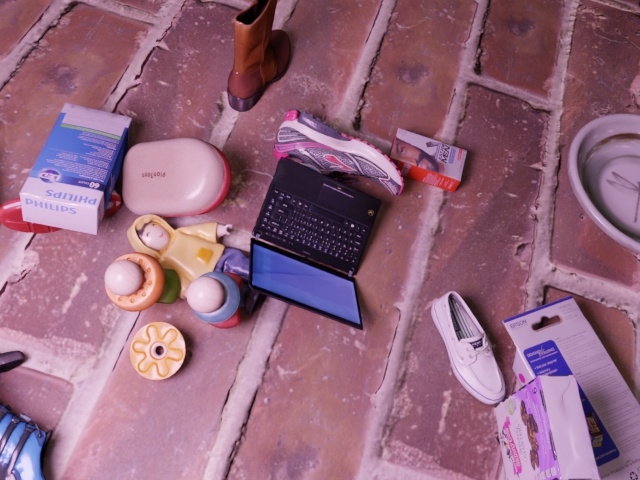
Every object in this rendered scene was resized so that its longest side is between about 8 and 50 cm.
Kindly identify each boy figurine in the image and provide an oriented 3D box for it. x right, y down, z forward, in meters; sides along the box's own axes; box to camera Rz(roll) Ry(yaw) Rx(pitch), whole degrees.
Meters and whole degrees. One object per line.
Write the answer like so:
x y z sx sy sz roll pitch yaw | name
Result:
-0.232 0.029 1.200 0.285 0.092 0.177 28 62 2 | boy figurine

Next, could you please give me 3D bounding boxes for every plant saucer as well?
0.743 -0.109 1.446 0.400 0.100 0.401 4 59 -7 | plant saucer

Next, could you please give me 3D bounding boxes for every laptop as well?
0.000 0.000 1.188 0.234 0.136 0.264 23 84 -19 | laptop

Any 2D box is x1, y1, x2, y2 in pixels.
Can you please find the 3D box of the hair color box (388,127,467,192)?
0.240 -0.182 1.425 0.167 0.053 0.093 17 60 1 | hair color box

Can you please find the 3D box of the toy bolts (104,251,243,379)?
-0.248 0.122 1.054 0.228 0.158 0.218 -5 80 5 | toy bolts

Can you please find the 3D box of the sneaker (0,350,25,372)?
-0.599 0.194 1.061 0.170 0.051 0.089 -19 70 -16 | sneaker

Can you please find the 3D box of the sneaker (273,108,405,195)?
0.043 -0.171 1.361 0.299 0.121 0.112 26 89 4 | sneaker

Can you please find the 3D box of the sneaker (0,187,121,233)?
-0.518 -0.094 1.234 0.221 0.087 0.128 -10 54 -29 | sneaker

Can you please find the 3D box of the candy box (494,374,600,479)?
0.376 0.338 1.069 0.070 0.196 0.165 2 60 -8 | candy box

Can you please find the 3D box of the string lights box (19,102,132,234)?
-0.454 -0.142 1.188 0.133 0.077 0.260 12 48 -10 | string lights box

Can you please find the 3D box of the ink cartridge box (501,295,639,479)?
0.495 0.299 1.190 0.175 0.069 0.371 -16 67 -18 | ink cartridge box

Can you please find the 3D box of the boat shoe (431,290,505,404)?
0.283 0.203 1.199 0.083 0.076 0.226 -22 67 -21 | boat shoe

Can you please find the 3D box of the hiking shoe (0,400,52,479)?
-0.497 0.312 0.987 0.132 0.113 0.304 -21 78 -29 | hiking shoe

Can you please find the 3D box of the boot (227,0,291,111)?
-0.129 -0.461 1.384 0.096 0.280 0.264 31 60 8 | boot

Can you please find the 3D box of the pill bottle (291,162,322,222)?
-0.046 -0.086 1.304 0.078 0.078 0.137 17 59 0 | pill bottle

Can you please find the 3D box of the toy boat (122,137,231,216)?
-0.272 -0.119 1.252 0.231 0.151 0.151 0 87 28 | toy boat
